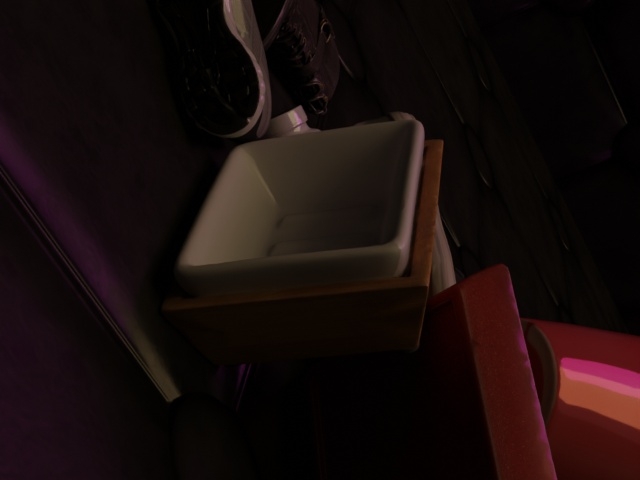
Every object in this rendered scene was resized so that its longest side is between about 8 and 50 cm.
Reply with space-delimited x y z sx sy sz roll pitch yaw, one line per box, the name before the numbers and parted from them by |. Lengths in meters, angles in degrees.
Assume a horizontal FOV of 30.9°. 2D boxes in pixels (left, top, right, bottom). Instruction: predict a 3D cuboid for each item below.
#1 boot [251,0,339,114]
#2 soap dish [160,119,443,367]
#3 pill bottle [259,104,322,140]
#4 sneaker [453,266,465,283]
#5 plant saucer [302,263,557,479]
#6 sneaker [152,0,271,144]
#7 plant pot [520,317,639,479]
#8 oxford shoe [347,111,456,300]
boot | -0.033 -0.243 1.429 0.229 0.091 0.263 66 29 -43
soap dish | 0.000 0.000 1.081 0.291 0.229 0.118 -74 154 -60
pill bottle | -0.018 -0.068 1.283 0.152 0.086 0.086 65 20 -8
sneaker | 0.147 0.130 1.486 0.130 0.109 0.286 31 39 -50
plant saucer | 0.078 0.175 1.046 0.048 0.258 0.259 26 44 -39
sneaker | -0.112 -0.224 1.217 0.108 0.100 0.271 41 36 -72
plant pot | 0.294 0.216 1.367 0.243 0.275 0.275 21 44 -28
oxford shoe | 0.089 0.030 1.386 0.169 0.130 0.449 88 -7 -52
